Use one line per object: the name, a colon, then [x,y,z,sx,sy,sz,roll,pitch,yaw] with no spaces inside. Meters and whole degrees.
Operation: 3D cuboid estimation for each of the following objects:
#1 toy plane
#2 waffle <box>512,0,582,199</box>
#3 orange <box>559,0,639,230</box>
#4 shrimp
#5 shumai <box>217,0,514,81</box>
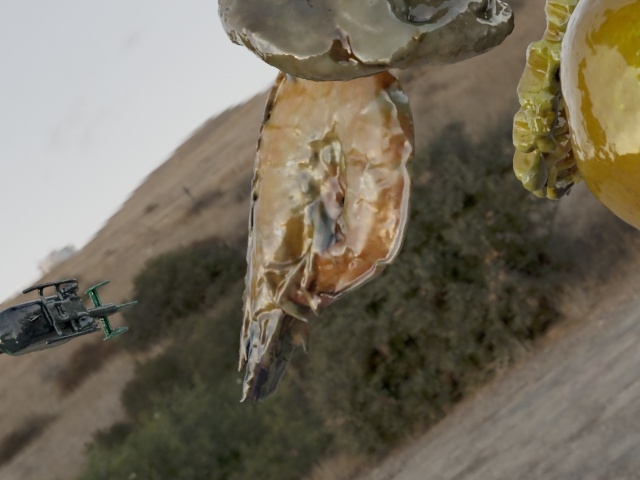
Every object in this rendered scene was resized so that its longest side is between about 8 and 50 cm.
toy plane: [-0.261,0.084,1.145,0.096,0.060,0.235,-34,-11,30]
waffle: [0.280,-0.185,1.165,0.329,0.062,0.329,-43,-32,-35]
orange: [0.306,-0.115,0.789,0.279,0.279,0.235,-39,-6,3]
shrimp: [0.000,0.000,0.888,0.062,0.164,0.316,-3,-66,-40]
shumai: [0.034,-0.180,0.699,0.201,0.201,0.120,-37,-43,-45]
